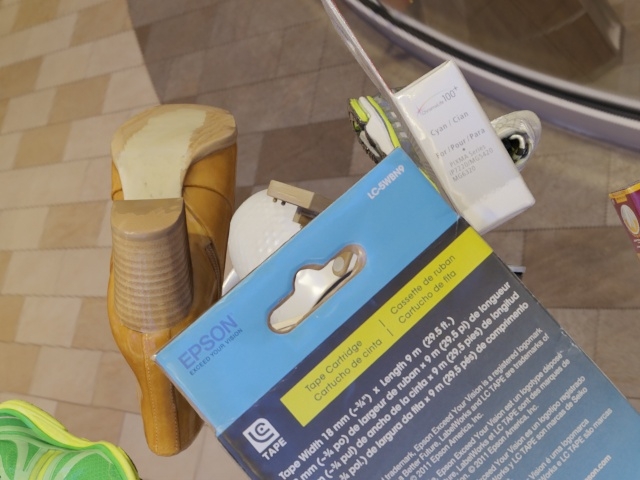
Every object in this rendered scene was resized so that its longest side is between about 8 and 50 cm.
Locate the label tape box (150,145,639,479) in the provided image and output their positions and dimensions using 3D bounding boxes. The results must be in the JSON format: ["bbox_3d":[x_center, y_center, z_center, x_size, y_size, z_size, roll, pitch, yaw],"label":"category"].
[{"bbox_3d":[0.075,0.137,0.605,0.240,0.106,0.334,-40,88,-11],"label":"label tape box"}]

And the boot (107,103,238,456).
[{"bbox_3d":[-0.126,0.019,0.694,0.104,0.211,0.295,1,30,-1],"label":"boot"}]

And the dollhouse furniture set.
[{"bbox_3d":[0.000,0.000,1.214,0.144,0.151,0.123,21,91,51],"label":"dollhouse furniture set"}]

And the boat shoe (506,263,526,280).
[{"bbox_3d":[0.307,0.095,1.531,0.114,0.302,0.091,7,82,-4],"label":"boat shoe"}]

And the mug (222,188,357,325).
[{"bbox_3d":[-0.070,0.082,1.699,0.374,0.276,0.328,-47,58,2],"label":"mug"}]

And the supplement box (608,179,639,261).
[{"bbox_3d":[0.650,-0.026,1.557,0.080,0.104,0.188,-24,87,-2],"label":"supplement box"}]

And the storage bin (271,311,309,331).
[{"bbox_3d":[0.043,0.223,1.476,0.262,0.260,0.123,-19,62,-4],"label":"storage bin"}]

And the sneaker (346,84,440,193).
[{"bbox_3d":[0.148,-0.132,1.158,0.121,0.111,0.300,-29,55,-4],"label":"sneaker"}]

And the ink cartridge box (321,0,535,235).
[{"bbox_3d":[0.097,-0.139,0.789,0.066,0.296,0.261,-31,92,8],"label":"ink cartridge box"}]

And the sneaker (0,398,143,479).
[{"bbox_3d":[-0.295,0.276,0.893,0.295,0.109,0.123,11,38,35],"label":"sneaker"}]

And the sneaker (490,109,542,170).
[{"bbox_3d":[0.339,-0.166,1.434,0.118,0.292,0.110,-29,96,47],"label":"sneaker"}]
